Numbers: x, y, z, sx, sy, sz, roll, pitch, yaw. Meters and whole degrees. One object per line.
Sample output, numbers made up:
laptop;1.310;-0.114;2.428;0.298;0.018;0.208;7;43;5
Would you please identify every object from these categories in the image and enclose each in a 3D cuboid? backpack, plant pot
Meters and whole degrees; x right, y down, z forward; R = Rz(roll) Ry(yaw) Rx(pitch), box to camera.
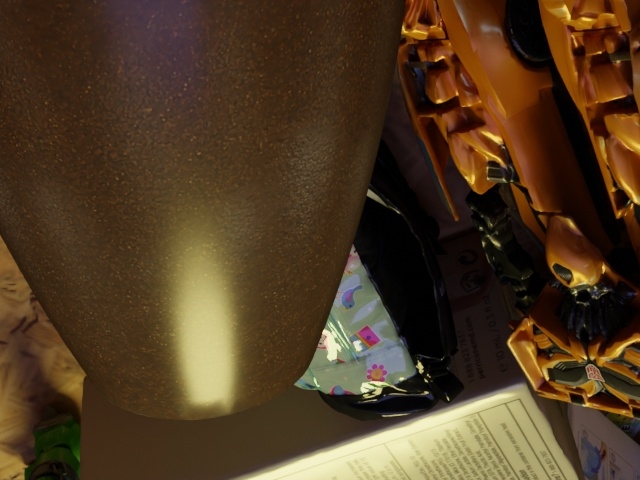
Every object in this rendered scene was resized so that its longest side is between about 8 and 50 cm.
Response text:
backpack;0.000;0.000;0.717;0.115;0.152;0.182;-24;124;10
plant pot;-0.063;-0.047;0.559;0.215;0.215;0.230;-4;118;-3

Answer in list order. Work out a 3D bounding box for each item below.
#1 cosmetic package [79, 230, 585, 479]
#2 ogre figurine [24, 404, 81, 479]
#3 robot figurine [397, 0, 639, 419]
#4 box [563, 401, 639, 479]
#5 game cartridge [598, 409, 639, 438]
cosmetic package;0.006;0.127;0.857;0.296;0.129;0.153;-20;136;12
ogre figurine;-0.168;0.198;0.915;0.097;0.118;0.197;-28;134;14
robot figurine;0.131;-0.023;0.644;0.211;0.085;0.291;7;127;52
box;0.189;0.207;0.964;0.114;0.103;0.203;-20;137;35
game cartridge;0.217;0.125;0.964;0.056;0.017;0.083;10;134;-13
